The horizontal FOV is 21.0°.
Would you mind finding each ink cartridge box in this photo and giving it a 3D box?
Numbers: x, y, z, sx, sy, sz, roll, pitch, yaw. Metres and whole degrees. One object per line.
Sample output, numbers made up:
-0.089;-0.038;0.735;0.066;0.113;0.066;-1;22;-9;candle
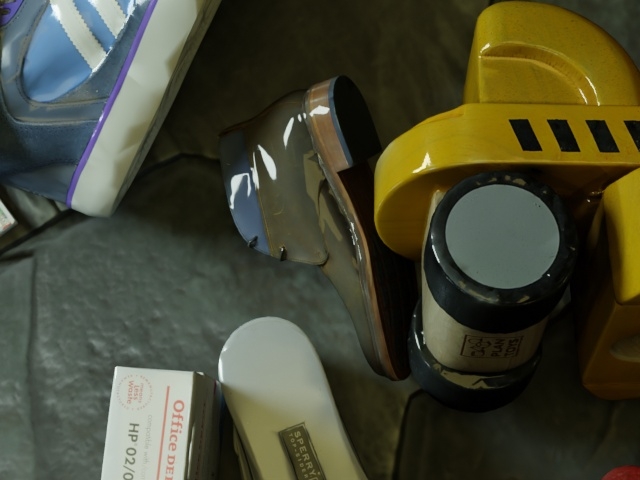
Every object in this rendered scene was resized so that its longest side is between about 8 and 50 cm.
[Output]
-0.106;0.140;1.155;0.061;0.181;0.104;5;82;4;ink cartridge box

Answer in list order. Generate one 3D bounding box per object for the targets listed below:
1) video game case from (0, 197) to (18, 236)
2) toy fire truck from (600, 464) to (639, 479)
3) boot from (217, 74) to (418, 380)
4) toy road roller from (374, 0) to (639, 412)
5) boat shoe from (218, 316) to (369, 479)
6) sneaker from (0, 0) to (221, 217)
-0.297;-0.011;1.273;0.122;0.011;0.087;-37;82;-2;video game case
0.277;0.260;1.146;0.302;0.169;0.254;17;59;5;toy fire truck
0.000;0.000;1.239;0.106;0.082;0.219;-13;90;26;boot
0.201;-0.029;1.158;0.329;0.202;0.241;1;65;-1;toy road roller
-0.008;0.187;1.189;0.096;0.088;0.267;-21;77;-4;boat shoe
-0.192;-0.196;1.215;0.236;0.130;0.323;25;99;-1;sneaker
